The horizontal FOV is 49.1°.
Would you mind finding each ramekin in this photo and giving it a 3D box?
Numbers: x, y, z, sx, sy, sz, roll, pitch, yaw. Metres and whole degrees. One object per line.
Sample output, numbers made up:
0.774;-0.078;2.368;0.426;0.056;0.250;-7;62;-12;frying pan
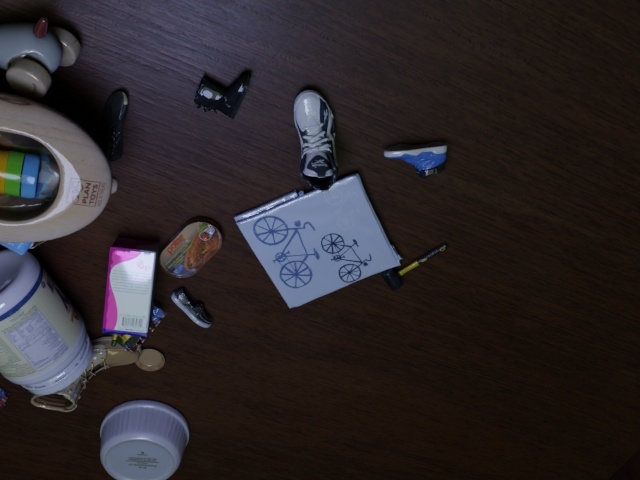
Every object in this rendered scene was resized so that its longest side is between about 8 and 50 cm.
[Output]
-0.532;0.616;2.098;0.272;0.127;0.273;-2;123;-3;ramekin

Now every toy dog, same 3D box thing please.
-0.648;-0.416;1.381;0.333;0.220;0.161;4;146;-18;toy dog

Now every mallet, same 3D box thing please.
0.246;0.056;1.848;0.189;0.039;0.062;-39;116;14;mallet

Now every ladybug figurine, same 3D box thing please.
-0.642;-0.154;1.420;0.448;0.162;0.305;13;108;-20;ladybug figurine

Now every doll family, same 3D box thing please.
-0.495;0.213;1.856;0.111;0.076;0.193;40;89;-4;doll family

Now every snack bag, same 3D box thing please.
0.000;0.000;1.788;0.342;0.037;0.323;-22;123;11;snack bag

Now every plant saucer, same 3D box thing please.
-0.483;0.334;1.983;0.083;0.015;0.084;-2;123;-3;plant saucer

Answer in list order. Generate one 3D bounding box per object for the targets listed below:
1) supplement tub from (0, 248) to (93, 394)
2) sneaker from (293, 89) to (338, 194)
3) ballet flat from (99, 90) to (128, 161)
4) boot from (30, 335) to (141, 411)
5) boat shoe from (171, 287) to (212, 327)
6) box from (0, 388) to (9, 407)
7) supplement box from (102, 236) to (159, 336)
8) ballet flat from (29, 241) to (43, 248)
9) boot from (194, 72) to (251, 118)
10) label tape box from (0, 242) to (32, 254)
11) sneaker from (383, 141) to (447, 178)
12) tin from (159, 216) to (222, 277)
-0.734;0.208;1.740;0.235;0.236;0.325;-17;129;7;supplement tub
-0.007;-0.209;1.578;0.093;0.153;0.235;-5;124;-3;sneaker
-0.464;-0.259;1.584;0.057;0.049;0.173;36;122;24;ballet flat
-0.622;0.357;1.871;0.261;0.204;0.095;-1;127;-2;boot
-0.337;0.181;1.874;0.040;0.049;0.142;-36;117;18;boat shoe
-1.040;0.465;2.009;0.233;0.044;0.159;-32;120;16;box
-0.470;0.113;1.744;0.111;0.114;0.220;8;104;-9;supplement box
-0.687;-0.020;1.702;0.206;0.067;0.073;-27;125;14;ballet flat
-0.218;-0.333;1.549;0.099;0.045;0.121;22;120;-15;boot
-0.741;-0.165;1.541;0.347;0.115;0.249;35;99;-23;label tape box
0.227;-0.185;1.669;0.152;0.058;0.085;-6;115;-8;sneaker
-0.328;0.016;1.774;0.106;0.040;0.189;36;114;-29;tin
